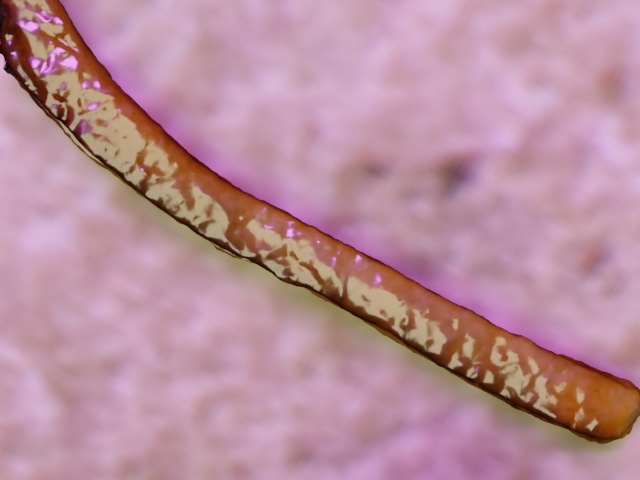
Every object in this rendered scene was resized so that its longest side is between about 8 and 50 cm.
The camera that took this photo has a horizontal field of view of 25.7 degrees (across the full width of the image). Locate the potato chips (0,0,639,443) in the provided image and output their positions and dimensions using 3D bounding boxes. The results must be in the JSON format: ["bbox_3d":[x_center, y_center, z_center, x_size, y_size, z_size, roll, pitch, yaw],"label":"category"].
[{"bbox_3d":[0.000,0.000,0.362,0.204,0.026,0.037,34,94,-9],"label":"potato chips"}]
